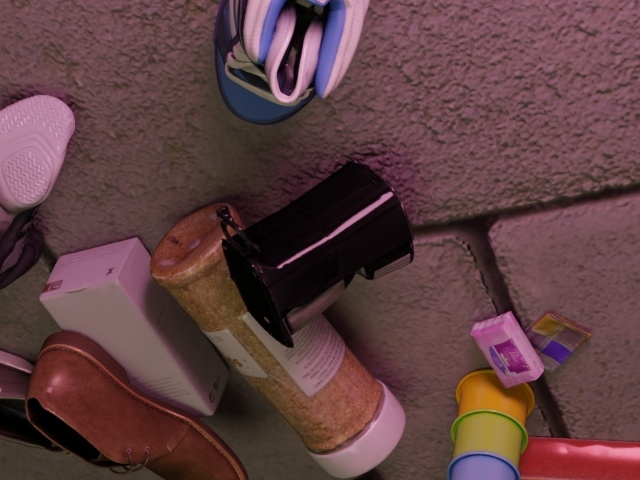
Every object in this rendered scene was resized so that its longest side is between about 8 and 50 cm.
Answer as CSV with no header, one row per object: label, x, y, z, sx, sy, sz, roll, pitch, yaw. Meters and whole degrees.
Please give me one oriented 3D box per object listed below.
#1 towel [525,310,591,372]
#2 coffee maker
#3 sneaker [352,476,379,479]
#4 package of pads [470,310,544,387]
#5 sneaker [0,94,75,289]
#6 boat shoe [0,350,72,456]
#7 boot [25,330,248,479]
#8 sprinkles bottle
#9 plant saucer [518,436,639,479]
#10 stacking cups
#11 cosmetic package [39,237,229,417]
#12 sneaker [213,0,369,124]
towel,0.262,0.116,1.846,0.060,0.009,0.083,29,132,-13
coffee maker,0.000,0.000,1.680,0.120,0.178,0.171,47,161,26
sneaker,0.047,0.410,2.109,0.108,0.100,0.271,8,133,15
package of pads,0.212,0.123,1.840,0.050,0.032,0.083,-21,110,36
sneaker,-0.348,-0.044,1.806,0.101,0.153,0.268,34,97,7
boat shoe,-0.327,0.223,2.040,0.305,0.091,0.109,16,133,0
boot,-0.219,0.241,1.902,0.305,0.115,0.112,38,130,-19
sprinkles bottle,-0.044,0.118,1.853,0.121,0.121,0.355,-22,122,30
plant saucer,0.311,0.349,2.017,0.259,0.048,0.258,2,131,14
stacking cups,0.174,0.289,1.816,0.096,0.316,0.096,9,134,9
cosmetic package,-0.216,0.112,1.920,0.117,0.085,0.231,-13,125,25
sneaker,-0.041,-0.178,1.506,0.130,0.236,0.323,24,132,-7
